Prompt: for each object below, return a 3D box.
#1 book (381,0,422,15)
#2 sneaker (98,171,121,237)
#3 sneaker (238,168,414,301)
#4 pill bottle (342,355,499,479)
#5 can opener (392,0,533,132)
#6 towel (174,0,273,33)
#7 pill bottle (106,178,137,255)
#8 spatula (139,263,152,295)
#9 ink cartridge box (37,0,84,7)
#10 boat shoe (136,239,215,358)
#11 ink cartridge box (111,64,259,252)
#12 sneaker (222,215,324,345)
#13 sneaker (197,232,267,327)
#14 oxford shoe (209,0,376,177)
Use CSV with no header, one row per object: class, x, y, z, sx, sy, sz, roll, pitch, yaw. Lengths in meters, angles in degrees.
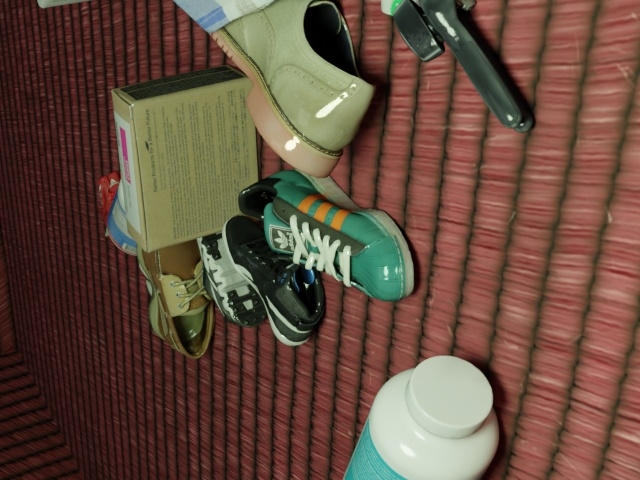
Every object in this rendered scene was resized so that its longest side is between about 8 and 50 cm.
book,0.089,-0.303,1.189,0.096,0.035,0.144,-143,43,-58
sneaker,-0.400,-0.075,2.266,0.221,0.087,0.128,-10,96,64
sneaker,0.000,0.000,1.436,0.302,0.121,0.108,39,138,51
pill bottle,0.115,0.243,1.309,0.146,0.146,0.264,58,151,31
can opener,0.147,-0.178,1.114,0.073,0.059,0.186,-48,68,31
towel,-0.101,-0.332,1.251,0.285,0.034,0.209,-12,139,43
pill bottle,-0.300,-0.068,2.017,0.124,0.124,0.221,67,153,16
spatula,-0.303,0.123,2.256,0.242,0.019,0.168,31,131,56
ink cartridge box,-0.331,-0.476,1.756,0.273,0.197,0.114,-32,76,64
boat shoe,-0.233,0.077,1.988,0.120,0.123,0.324,46,151,37
ink cartridge box,-0.194,-0.122,1.683,0.088,0.193,0.234,39,137,51
sneaker,-0.058,0.035,1.642,0.217,0.079,0.121,58,148,14
sneaker,-0.161,0.033,1.840,0.106,0.078,0.234,-24,85,62
oxford shoe,-0.035,-0.254,1.403,0.146,0.140,0.397,-48,50,25
